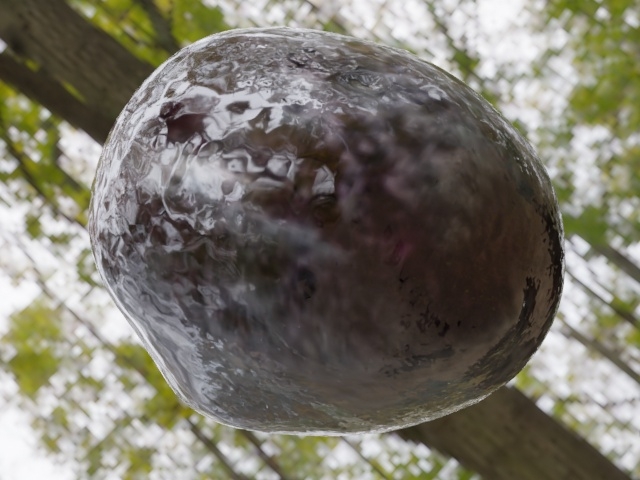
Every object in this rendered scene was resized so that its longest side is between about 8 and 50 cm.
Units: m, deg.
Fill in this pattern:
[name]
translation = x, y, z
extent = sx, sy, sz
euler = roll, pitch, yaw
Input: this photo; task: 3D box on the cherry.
[cherry]
translation = 0.000, 0.000, 0.988
extent = 0.255, 0.296, 0.218
euler = 52, -122, -39
